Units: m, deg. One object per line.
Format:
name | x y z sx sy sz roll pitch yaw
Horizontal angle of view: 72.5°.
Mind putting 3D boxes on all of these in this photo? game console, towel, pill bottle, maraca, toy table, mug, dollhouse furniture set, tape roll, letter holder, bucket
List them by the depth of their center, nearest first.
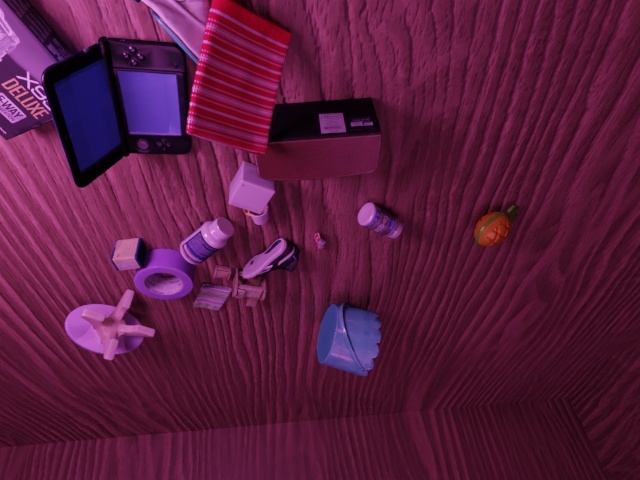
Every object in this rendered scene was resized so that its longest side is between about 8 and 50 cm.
towel | -0.162 -0.330 0.902 0.198 0.031 0.275 9 96 -45
game console | -0.427 -0.272 0.975 0.250 0.173 0.293 -1 139 -13
letter holder | -0.012 -0.223 1.122 0.301 0.152 0.214 -5 141 -3
mug | -0.190 -0.085 1.333 0.062 0.078 0.064 -35 153 -18
pill bottle | -0.352 -0.002 1.364 0.169 0.094 0.094 -33 133 27
pill bottle | 0.193 -0.060 1.391 0.137 0.078 0.078 24 130 -31
maraca | 0.589 -0.049 1.454 0.185 0.099 0.127 -33 145 -10
tape roll | -0.528 0.117 1.486 0.188 0.080 0.189 -4 139 -3
toy table | -0.751 0.311 1.571 0.274 0.252 0.160 16 151 -39
dollhouse furniture set | -0.305 0.189 1.579 0.181 0.101 0.161 10 133 -19
towel | -0.414 0.220 1.663 0.113 0.023 0.152 15 134 -23
bucket | 0.109 0.391 1.754 0.183 0.281 0.281 15 135 -13

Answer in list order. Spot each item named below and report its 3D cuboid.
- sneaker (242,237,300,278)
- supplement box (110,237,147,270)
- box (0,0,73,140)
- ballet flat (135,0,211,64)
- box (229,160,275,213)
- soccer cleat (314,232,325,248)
sneaker | -0.160 0.089 1.507 0.217 0.079 0.121 -35 130 26
supplement box | -0.608 0.043 1.386 0.083 0.083 0.056 -7 139 -2
box | -0.667 -0.383 0.896 0.242 0.077 0.307 -18 138 11
ballet flat | -0.296 -0.474 0.824 0.139 0.139 0.400 -31 133 25
box | -0.192 -0.148 1.227 0.101 0.087 0.102 18 133 -26
soccer cleat | 0.000 0.000 1.472 0.035 0.029 0.083 -12 143 -8
